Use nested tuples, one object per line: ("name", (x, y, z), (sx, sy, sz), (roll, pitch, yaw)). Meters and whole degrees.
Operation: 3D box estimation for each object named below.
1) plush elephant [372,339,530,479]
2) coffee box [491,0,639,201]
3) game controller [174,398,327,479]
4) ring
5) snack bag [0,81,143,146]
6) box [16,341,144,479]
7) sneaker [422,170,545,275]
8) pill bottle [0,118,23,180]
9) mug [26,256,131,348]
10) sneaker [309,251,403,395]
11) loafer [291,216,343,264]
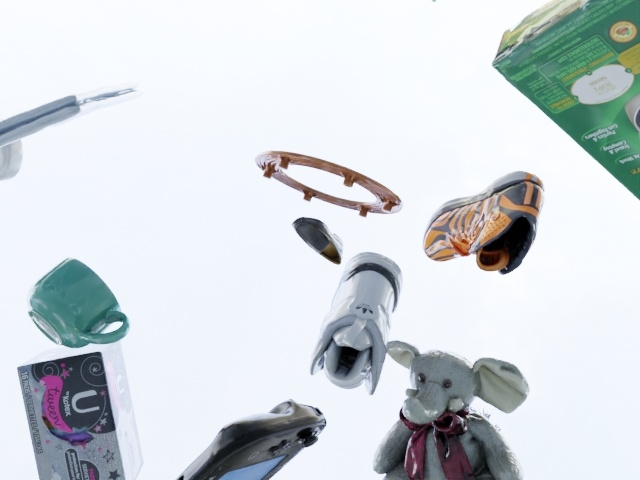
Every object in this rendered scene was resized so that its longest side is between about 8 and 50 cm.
("plush elephant", (0.208, 0.306, 1.151), (0.272, 0.255, 0.330), (-4, -159, 35))
("coffee box", (0.219, -0.098, 0.456), (0.184, 0.113, 0.040), (35, -119, -18))
("game controller", (-0.128, 0.302, 0.823), (0.067, 0.319, 0.166), (52, -150, 19))
("ring", (0.015, -0.112, 1.459), (0.337, 0.336, 0.032), (18, -98, 3))
("snack bag", (-0.467, -0.168, 1.034), (0.343, 0.037, 0.323), (-18, -164, 5))
("box", (-0.401, 0.306, 1.158), (0.142, 0.163, 0.247), (-11, -88, -6))
("sneaker", (0.306, -0.002, 1.360), (0.125, 0.321, 0.180), (32, -130, -14))
("pill bottle", (-0.741, -0.176, 1.319), (0.162, 0.162, 0.278), (44, -154, 20))
("mug", (-0.383, 0.105, 1.049), (0.158, 0.129, 0.097), (2, -142, 46))
("sneaker", (0.049, 0.208, 1.251), (0.137, 0.366, 0.210), (18, -136, 6))
("loafer", (0.000, 0.000, 1.562), (0.170, 0.062, 0.061), (31, -146, -40))
